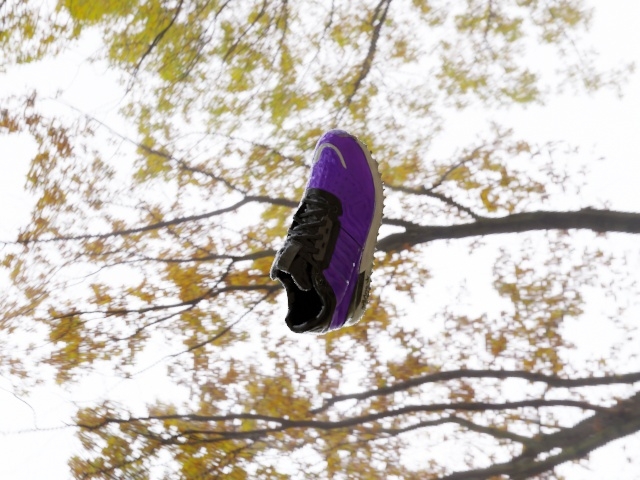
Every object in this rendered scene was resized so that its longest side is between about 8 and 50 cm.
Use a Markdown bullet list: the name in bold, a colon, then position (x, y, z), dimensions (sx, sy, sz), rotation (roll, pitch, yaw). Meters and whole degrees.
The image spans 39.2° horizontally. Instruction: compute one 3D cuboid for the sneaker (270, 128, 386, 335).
- **sneaker**: position (0.001, 0.001, 1.213), dimensions (0.146, 0.102, 0.293), rotation (-17, -63, -44)
